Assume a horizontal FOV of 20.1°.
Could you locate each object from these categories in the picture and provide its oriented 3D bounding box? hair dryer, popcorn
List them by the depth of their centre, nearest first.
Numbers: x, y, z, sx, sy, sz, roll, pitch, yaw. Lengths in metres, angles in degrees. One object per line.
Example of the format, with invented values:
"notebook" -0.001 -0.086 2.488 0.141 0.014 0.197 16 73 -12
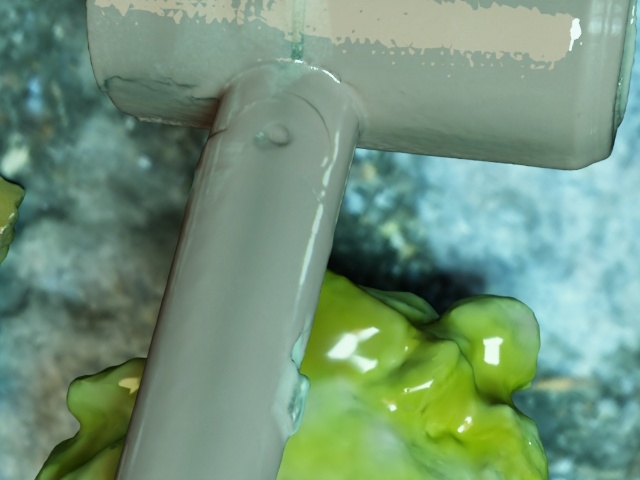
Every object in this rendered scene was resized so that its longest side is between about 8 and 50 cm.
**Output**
"hair dryer" 0.000 0.000 0.690 0.210 0.352 0.125 8 153 11
"popcorn" -0.007 0.136 0.783 0.259 0.259 0.212 31 151 3

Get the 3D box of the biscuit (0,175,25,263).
"biscuit" -0.227 0.056 0.917 0.144 0.033 0.224 21 113 7
